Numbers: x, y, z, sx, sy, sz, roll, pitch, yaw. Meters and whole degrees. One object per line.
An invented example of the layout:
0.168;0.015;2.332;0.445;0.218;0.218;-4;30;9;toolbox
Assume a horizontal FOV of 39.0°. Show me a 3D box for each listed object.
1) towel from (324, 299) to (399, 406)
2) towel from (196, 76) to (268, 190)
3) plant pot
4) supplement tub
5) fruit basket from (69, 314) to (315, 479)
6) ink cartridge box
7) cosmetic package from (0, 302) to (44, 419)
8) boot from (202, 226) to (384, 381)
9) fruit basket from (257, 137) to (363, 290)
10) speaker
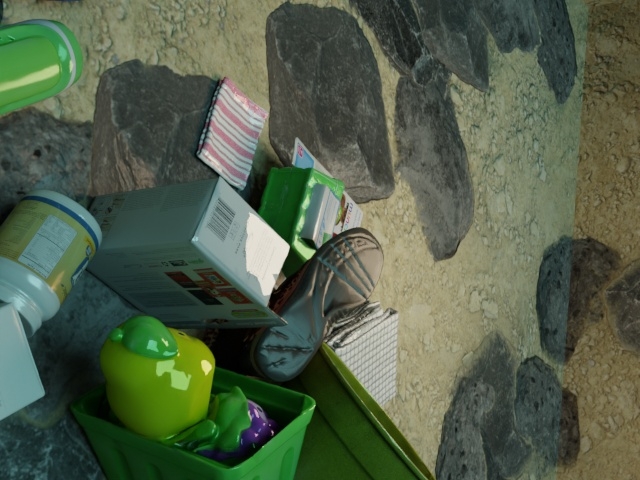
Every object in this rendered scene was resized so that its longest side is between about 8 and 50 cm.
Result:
0.062;0.278;2.009;0.283;0.121;0.235;-27;123;-53;towel
-0.181;-0.221;1.873;0.144;0.029;0.197;37;58;-43;towel
-0.020;0.441;1.703;0.353;0.366;0.366;-40;127;0;plant pot
-0.446;0.035;1.400;0.144;0.144;0.200;53;48;-35;supplement tub
-0.225;0.258;1.481;0.283;0.392;0.392;-28;108;-50;fruit basket
-0.225;0.035;1.554;0.272;0.309;0.130;47;51;-40;ink cartridge box
-0.525;0.191;1.274;0.183;0.151;0.151;-30;109;-51;cosmetic package
-0.063;0.133;1.746;0.138;0.284;0.377;48;56;-15;boot
0.000;0.000;1.975;0.353;0.165;0.327;41;56;-47;fruit basket
-0.507;-0.251;1.371;0.296;0.131;0.131;-35;114;-49;speaker
